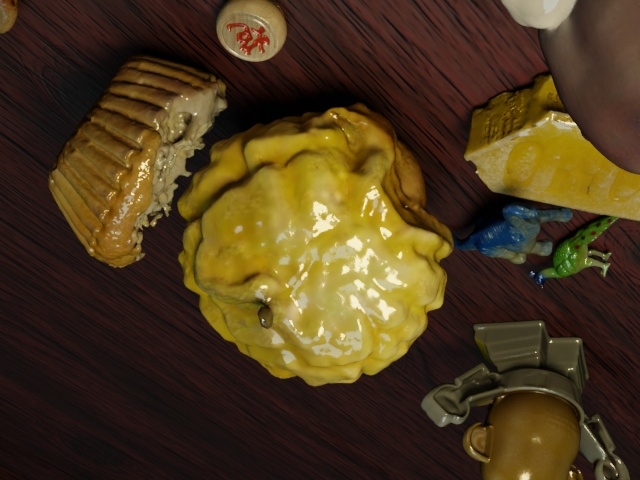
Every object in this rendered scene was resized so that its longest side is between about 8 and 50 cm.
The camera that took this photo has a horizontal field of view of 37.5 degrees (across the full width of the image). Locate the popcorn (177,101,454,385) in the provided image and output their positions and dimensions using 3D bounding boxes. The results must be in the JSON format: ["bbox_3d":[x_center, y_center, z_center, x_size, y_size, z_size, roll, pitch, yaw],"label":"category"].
[{"bbox_3d":[0.000,0.000,1.191,0.349,0.382,0.349,1,99,8],"label":"popcorn"}]

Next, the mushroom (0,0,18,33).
[{"bbox_3d":[-0.400,-0.286,1.129,0.129,0.073,0.088,25,147,53],"label":"mushroom"}]

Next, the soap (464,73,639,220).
[{"bbox_3d":[0.302,-0.109,1.109,0.257,0.080,0.160,11,145,6],"label":"soap"}]

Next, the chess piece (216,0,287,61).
[{"bbox_3d":[-0.080,-0.248,1.099,0.083,0.038,0.084,9,145,6],"label":"chess piece"}]

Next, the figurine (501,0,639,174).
[{"bbox_3d":[0.329,-0.182,0.743,0.218,0.365,0.206,-3,105,47],"label":"figurine"}]

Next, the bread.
[{"bbox_3d":[-0.230,-0.103,1.165,0.149,0.274,0.274,29,143,-4],"label":"bread"}]

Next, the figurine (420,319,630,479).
[{"bbox_3d":[0.321,0.278,1.449,0.342,0.285,0.167,10,142,4],"label":"figurine"}]

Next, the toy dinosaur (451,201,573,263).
[{"bbox_3d":[0.212,-0.017,1.210,0.188,0.075,0.247,11,172,-43],"label":"toy dinosaur"}]

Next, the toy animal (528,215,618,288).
[{"bbox_3d":[0.374,0.008,1.277,0.075,0.041,0.217,26,139,-12],"label":"toy animal"}]
